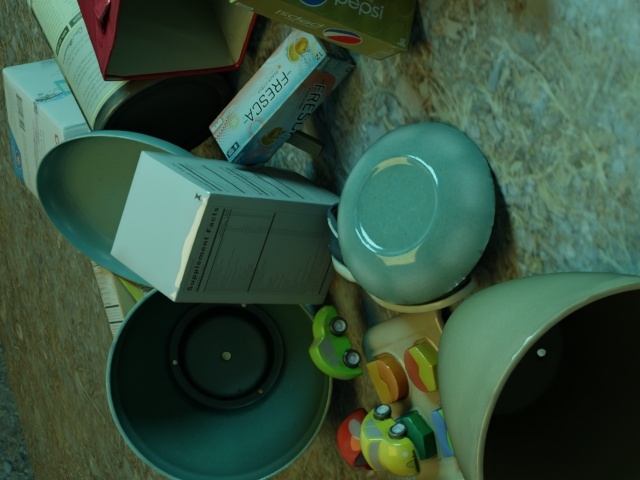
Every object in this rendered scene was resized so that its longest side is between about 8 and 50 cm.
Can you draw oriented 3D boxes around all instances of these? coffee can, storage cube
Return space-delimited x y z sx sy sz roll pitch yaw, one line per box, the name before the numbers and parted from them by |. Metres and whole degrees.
coffee can | -0.273 -0.270 1.684 0.275 0.202 0.201 60 150 24
storage cube | -0.197 -0.338 1.508 0.193 0.215 0.183 68 153 25

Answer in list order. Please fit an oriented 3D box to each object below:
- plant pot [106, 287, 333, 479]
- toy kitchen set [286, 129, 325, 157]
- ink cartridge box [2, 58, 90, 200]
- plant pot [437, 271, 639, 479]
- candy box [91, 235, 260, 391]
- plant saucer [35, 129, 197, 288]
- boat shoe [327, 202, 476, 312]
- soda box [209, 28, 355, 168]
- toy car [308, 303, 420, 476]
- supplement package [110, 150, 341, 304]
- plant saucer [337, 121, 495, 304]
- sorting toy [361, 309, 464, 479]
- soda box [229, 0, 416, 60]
plant pot | -0.134 0.172 1.633 0.196 0.293 0.293 -115 11 -85
toy kitchen set | -0.016 -0.157 1.469 0.083 0.075 0.068 -63 -2 10
ink cartridge box | -0.367 -0.161 1.923 0.270 0.197 0.198 40 137 47
plant pot | 0.204 0.129 1.018 0.274 0.257 0.256 -143 42 -72
candy box | -0.227 0.110 1.829 0.087 0.183 0.316 -14 92 62
plant saucer | -0.235 -0.043 1.636 0.318 0.043 0.317 13 141 10
boat shoe | 0.081 0.010 1.312 0.254 0.095 0.079 33 144 64
soda box | -0.046 -0.168 1.392 0.183 0.058 0.063 -45 60 26
toy car | 0.035 0.189 1.465 0.225 0.053 0.239 67 166 3
supplement package | -0.100 -0.012 1.412 0.134 0.244 0.139 31 108 40
plant saucer | 0.086 -0.032 1.223 0.195 0.037 0.195 -9 74 35
sorting toy | 0.120 0.187 1.388 0.193 0.038 0.208 -32 76 62
soda box | 0.005 -0.244 1.208 0.058 0.181 0.061 -7 69 62
